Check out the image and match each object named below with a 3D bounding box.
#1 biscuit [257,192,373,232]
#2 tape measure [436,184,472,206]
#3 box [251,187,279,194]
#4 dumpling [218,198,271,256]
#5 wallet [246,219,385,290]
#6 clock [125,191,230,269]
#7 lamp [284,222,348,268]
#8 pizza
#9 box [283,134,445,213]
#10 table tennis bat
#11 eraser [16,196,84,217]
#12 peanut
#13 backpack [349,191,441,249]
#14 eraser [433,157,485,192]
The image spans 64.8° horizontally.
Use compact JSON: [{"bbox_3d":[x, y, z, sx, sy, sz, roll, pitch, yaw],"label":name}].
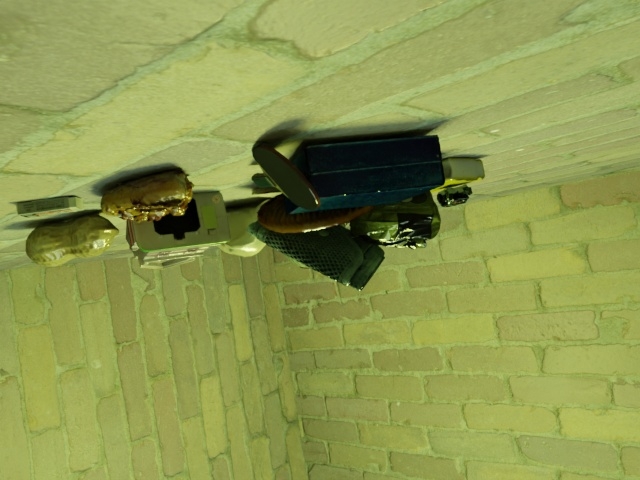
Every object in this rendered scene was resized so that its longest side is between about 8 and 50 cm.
[{"bbox_3d":[-0.011,-0.095,1.329,0.318,0.040,0.318,-9,-158,4],"label":"biscuit"},{"bbox_3d":[0.389,-0.128,1.478,0.091,0.054,0.094,-9,171,-3],"label":"tape measure"},{"bbox_3d":[-0.144,-0.138,1.388,0.083,0.012,0.046,-8,178,-22],"label":"box"},{"bbox_3d":[-0.240,-0.059,1.654,0.243,0.187,0.318,-48,-174,1],"label":"dumpling"},{"bbox_3d":[0.000,0.000,1.377,0.342,0.075,0.237,28,-150,13],"label":"wallet"},{"bbox_3d":[-0.416,-0.022,1.383,0.235,0.166,0.309,-7,170,-30],"label":"clock"},{"bbox_3d":[-0.032,-0.023,1.627,0.233,0.233,0.265,-7,152,-38],"label":"lamp"},{"bbox_3d":[-0.366,-0.082,1.069,0.305,0.085,0.161,-10,178,44],"label":"pizza"},{"bbox_3d":[0.076,-0.134,1.078,0.279,0.116,0.261,-9,180,-15],"label":"box"},{"bbox_3d":[-0.081,-0.117,0.958,0.021,0.154,0.274,-46,-160,-13],"label":"table tennis bat"},{"bbox_3d":[-0.587,-0.072,1.098,0.122,0.029,0.052,-9,177,-8],"label":"eraser"},{"bbox_3d":[-0.678,-0.002,1.366,0.298,0.120,0.136,-12,-179,18],"label":"peanut"},{"bbox_3d":[0.198,-0.066,1.394,0.253,0.140,0.207,0,-155,6],"label":"backpack"},{"bbox_3d":[0.345,-0.184,1.476,0.158,0.069,0.226,-4,175,-37],"label":"eraser"}]
